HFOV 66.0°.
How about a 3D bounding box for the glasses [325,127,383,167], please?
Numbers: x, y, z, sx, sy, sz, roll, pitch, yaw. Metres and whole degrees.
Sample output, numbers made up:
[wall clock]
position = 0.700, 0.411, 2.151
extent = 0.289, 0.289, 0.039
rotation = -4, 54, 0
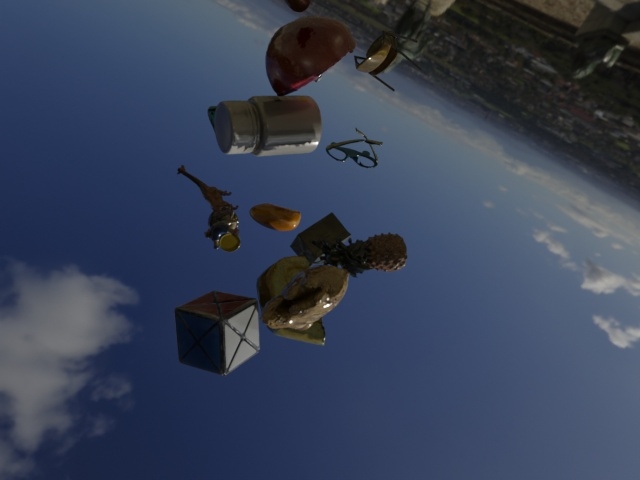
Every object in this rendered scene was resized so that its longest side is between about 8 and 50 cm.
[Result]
[glasses]
position = 0.151, -0.375, 2.040
extent = 0.239, 0.102, 0.207
rotation = 11, 167, -14

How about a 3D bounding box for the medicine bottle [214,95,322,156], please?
[medicine bottle]
position = -0.185, -0.404, 1.740
extent = 0.339, 0.208, 0.208
rotation = -9, -142, -29

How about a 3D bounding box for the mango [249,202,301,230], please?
[mango]
position = -0.191, -0.097, 2.036
extent = 0.217, 0.102, 0.141
rotation = 12, 177, 6

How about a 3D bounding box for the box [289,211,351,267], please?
[box]
position = 0.000, 0.000, 2.369
extent = 0.231, 0.155, 0.149
rotation = -34, -99, -28

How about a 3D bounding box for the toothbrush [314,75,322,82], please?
[toothbrush]
position = -0.014, -0.708, 2.148
extent = 0.030, 0.025, 0.342
rotation = 23, -160, -4

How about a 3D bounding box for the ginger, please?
[ginger]
position = -0.053, 0.198, 1.358
extent = 0.166, 0.376, 0.236
rotation = 32, -133, 11

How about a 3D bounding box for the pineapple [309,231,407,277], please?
[pineapple]
position = 0.140, 0.056, 1.852
extent = 0.364, 0.166, 0.165
rotation = -4, -150, -17

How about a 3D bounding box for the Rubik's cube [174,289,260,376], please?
[Rubik's cube]
position = -0.421, 0.373, 2.038
extent = 0.259, 0.260, 0.254
rotation = 10, -163, 28

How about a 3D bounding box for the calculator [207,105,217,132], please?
[calculator]
position = -0.428, -0.578, 2.528
extent = 0.248, 0.274, 0.058
rotation = 2, -132, 17

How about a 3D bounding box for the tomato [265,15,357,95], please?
[tomato]
position = -0.040, -0.629, 1.594
extent = 0.289, 0.335, 0.176
rotation = 10, 138, 53

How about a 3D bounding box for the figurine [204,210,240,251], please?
[figurine]
position = -0.448, -0.064, 2.296
extent = 0.158, 0.161, 0.275
rotation = 53, -169, -30

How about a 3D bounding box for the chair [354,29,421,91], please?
[chair]
position = 0.234, -0.682, 1.835
extent = 0.246, 0.158, 0.173
rotation = 12, -116, -37

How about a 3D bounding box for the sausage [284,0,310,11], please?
[sausage]
position = -0.090, -0.737, 1.419
extent = 0.076, 0.076, 0.197
rotation = 37, -176, 23

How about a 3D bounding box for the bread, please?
[bread]
position = -0.139, 0.291, 2.177
extent = 0.263, 0.239, 0.395
rotation = -8, -118, -11

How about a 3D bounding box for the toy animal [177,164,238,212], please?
[toy animal]
position = -0.454, -0.205, 1.992
extent = 0.229, 0.066, 0.224
rotation = 1, -124, -54
